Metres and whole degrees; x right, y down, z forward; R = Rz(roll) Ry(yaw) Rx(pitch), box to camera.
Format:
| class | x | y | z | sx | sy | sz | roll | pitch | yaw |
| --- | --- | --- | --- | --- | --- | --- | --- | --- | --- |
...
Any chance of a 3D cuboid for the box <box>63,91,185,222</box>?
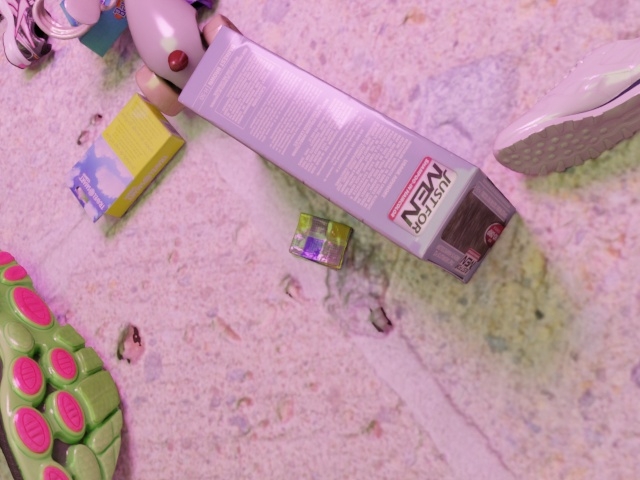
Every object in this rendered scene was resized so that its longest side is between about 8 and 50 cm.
| class | x | y | z | sx | sy | sz | roll | pitch | yaw |
| --- | --- | --- | --- | --- | --- | --- | --- | --- | --- |
| box | -0.296 | -0.120 | 1.173 | 0.178 | 0.042 | 0.109 | -47 | 64 | 11 |

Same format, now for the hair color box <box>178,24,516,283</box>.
| class | x | y | z | sx | sy | sz | roll | pitch | yaw |
| --- | --- | --- | --- | --- | --- | --- | --- | --- | --- |
| hair color box | 0.029 | -0.103 | 0.931 | 0.374 | 0.185 | 0.113 | 35 | 95 | 27 |

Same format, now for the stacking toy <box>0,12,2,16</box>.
| class | x | y | z | sx | sy | sz | roll | pitch | yaw |
| --- | --- | --- | --- | --- | --- | --- | --- | --- | --- |
| stacking toy | -0.677 | -0.408 | 1.415 | 0.221 | 0.052 | 0.167 | -36 | 65 | 18 |

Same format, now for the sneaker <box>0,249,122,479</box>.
| class | x | y | z | sx | sy | sz | roll | pitch | yaw |
| --- | --- | --- | --- | --- | --- | --- | --- | --- | --- |
| sneaker | -0.450 | 0.206 | 1.137 | 0.483 | 0.185 | 0.202 | 49 | 120 | 28 |

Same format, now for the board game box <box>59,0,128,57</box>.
| class | x | y | z | sx | sy | sz | roll | pitch | yaw |
| --- | --- | --- | --- | --- | --- | --- | --- | --- | --- |
| board game box | -0.307 | -0.403 | 1.205 | 0.210 | 0.047 | 0.160 | -48 | 44 | 10 |

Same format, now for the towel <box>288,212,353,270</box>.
| class | x | y | z | sx | sy | sz | roll | pitch | yaw |
| --- | --- | --- | --- | --- | --- | --- | --- | --- | --- |
| towel | 0.000 | 0.000 | 1.024 | 0.083 | 0.009 | 0.060 | 20 | 90 | 28 |

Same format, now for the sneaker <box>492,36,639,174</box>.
| class | x | y | z | sx | sy | sz | roll | pitch | yaw |
| --- | --- | --- | --- | --- | --- | --- | --- | --- | --- |
| sneaker | 0.299 | -0.156 | 0.878 | 0.235 | 0.090 | 0.094 | -25 | 57 | 16 |

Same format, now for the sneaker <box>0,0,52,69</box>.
| class | x | y | z | sx | sy | sz | roll | pitch | yaw |
| --- | --- | --- | --- | --- | --- | --- | --- | --- | --- |
| sneaker | -0.486 | -0.377 | 1.312 | 0.077 | 0.072 | 0.178 | -15 | 82 | 11 |

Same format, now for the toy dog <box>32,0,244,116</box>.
| class | x | y | z | sx | sy | sz | roll | pitch | yaw |
| --- | --- | --- | --- | --- | --- | --- | --- | --- | --- |
| toy dog | -0.247 | -0.317 | 1.060 | 0.334 | 0.161 | 0.220 | 32 | 101 | -3 |

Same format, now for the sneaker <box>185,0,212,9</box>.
| class | x | y | z | sx | sy | sz | roll | pitch | yaw |
| --- | --- | --- | --- | --- | --- | --- | --- | --- | --- |
| sneaker | -0.175 | -0.386 | 1.166 | 0.071 | 0.068 | 0.170 | 44 | 109 | 11 |
